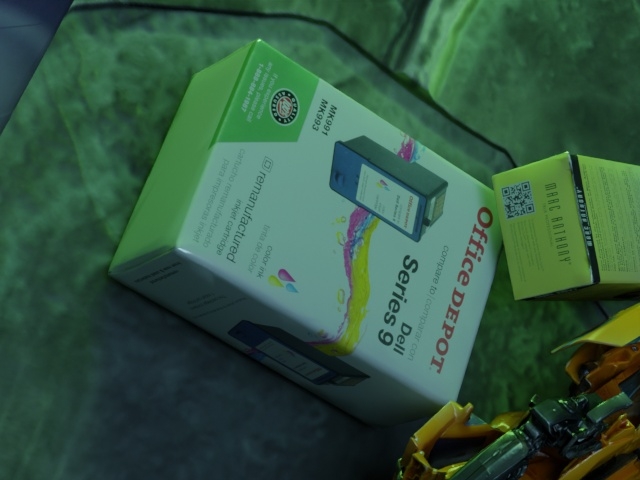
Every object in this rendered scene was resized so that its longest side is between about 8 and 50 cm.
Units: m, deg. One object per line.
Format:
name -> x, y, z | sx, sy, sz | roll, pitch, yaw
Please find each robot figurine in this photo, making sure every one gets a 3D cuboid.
robot figurine -> 0.145, 0.132, 1.126 | 0.291, 0.211, 0.085 | -25, 59, -34

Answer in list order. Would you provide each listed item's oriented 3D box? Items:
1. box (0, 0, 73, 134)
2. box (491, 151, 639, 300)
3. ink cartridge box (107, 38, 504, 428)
box -> -0.306, -0.076, 0.782 | 0.296, 0.294, 0.183 | -9, 59, -38
box -> 0.196, -0.005, 1.200 | 0.232, 0.058, 0.087 | 1, 77, -58
ink cartridge box -> 0.000, 0.000, 1.113 | 0.212, 0.093, 0.154 | 33, 62, -24
